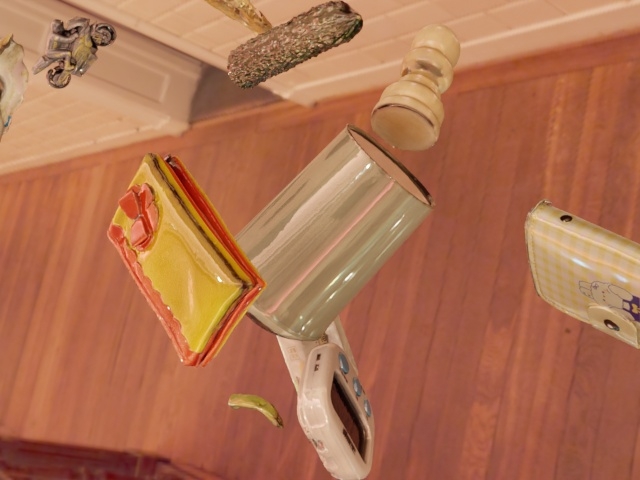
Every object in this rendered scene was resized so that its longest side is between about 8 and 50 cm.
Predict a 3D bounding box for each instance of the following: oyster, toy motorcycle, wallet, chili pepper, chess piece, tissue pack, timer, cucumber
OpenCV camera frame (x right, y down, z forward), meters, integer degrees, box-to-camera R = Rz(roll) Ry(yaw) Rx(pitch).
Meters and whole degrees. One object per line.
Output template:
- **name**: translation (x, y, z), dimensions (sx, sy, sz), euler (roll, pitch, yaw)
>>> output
- **oyster**: translation (-0.604, -0.254, 1.508), dimensions (0.223, 0.083, 0.214), euler (-59, -7, -34)
- **toy motorcycle**: translation (-0.536, -0.413, 1.801), dimensions (0.193, 0.124, 0.061), euler (-40, 41, 8)
- **wallet**: translation (0.460, 0.074, 1.283), dimensions (0.077, 0.223, 0.309), euler (-41, 48, -21)
- **chili pepper**: translation (-0.155, 0.404, 2.051), dimensions (0.202, 0.052, 0.050), euler (8, 67, 49)
- **chess piece**: translation (0.205, -0.317, 1.669), dimensions (0.143, 0.143, 0.261), euler (-11, 48, 52)
- **tissue pack**: translation (-0.001, 0.270, 2.188), dimensions (0.145, 0.159, 0.229), euler (-22, 87, 53)
- **wallet**: translation (-0.169, 0.019, 0.980), dimensions (0.141, 0.067, 0.241), euler (-54, 53, 21)
- **timer**: translation (0.032, 0.359, 1.772), dimensions (0.087, 0.262, 0.237), euler (-17, 29, 20)
- **cucumber**: translation (-0.047, -0.386, 1.636), dimensions (0.359, 0.096, 0.096), euler (-15, 63, 48)

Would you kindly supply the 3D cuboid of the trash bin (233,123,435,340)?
- **trash bin**: translation (0.000, 0.000, 1.727), dimensions (0.432, 0.280, 0.280), euler (-46, 40, 15)

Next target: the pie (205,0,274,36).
- **pie**: translation (-0.205, -0.546, 1.966), dimensions (0.055, 0.274, 0.274), euler (-55, 36, 5)
